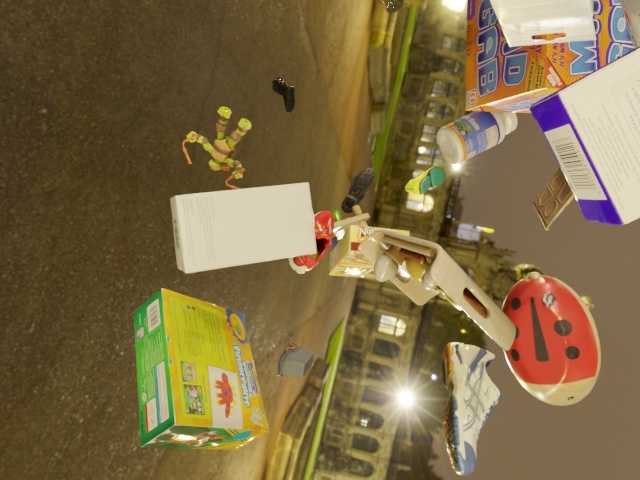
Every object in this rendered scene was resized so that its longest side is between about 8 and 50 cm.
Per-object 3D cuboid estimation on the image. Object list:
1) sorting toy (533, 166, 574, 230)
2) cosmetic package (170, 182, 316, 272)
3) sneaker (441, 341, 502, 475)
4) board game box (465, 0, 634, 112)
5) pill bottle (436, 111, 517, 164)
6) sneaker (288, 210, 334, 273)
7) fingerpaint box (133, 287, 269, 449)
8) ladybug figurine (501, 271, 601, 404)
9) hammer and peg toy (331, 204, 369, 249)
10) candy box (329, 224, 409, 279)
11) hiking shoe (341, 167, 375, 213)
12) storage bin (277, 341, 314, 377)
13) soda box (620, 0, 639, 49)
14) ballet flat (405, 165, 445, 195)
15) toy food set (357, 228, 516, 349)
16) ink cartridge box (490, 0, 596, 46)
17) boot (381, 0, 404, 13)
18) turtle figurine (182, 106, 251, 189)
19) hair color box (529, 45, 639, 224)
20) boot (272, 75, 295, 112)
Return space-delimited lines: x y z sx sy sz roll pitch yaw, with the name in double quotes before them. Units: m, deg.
"sorting toy" 0.873 -0.164 1.704 0.193 0.038 0.208 -77 -174 -55
"cosmetic package" -0.217 -0.043 1.325 0.156 0.384 0.217 -174 -101 -65
"sneaker" 0.353 0.376 1.052 0.112 0.130 0.297 90 7 -58
"board game box" 0.683 -0.586 1.359 0.356 0.356 0.357 -159 -112 -73
"pill bottle" 0.588 -0.406 1.724 0.152 0.271 0.152 60 -9 15
"sneaker" 0.000 0.000 1.556 0.118 0.107 0.279 -25 -151 44
"fingerpaint box" -0.388 0.420 1.483 0.371 0.163 0.445 29 31 -47
"ladybug figurine" 0.748 0.329 1.539 0.161 0.305 0.450 2 74 -52
"hammer and peg toy" 0.017 -0.023 2.017 0.266 0.361 0.128 124 -54 -69
"candy box" 0.146 0.046 1.478 0.316 0.182 0.088 120 -25 -70
"hiking shoe" 0.168 -0.228 2.066 0.227 0.086 0.114 -55 178 9
"storage bin" -0.082 0.420 1.619 0.135 0.091 0.098 -32 130 -68
"soda box" 0.642 -0.384 0.863 0.286 0.091 0.098 63 34 -13
"ballet flat" 0.381 -0.220 1.689 0.231 0.077 0.077 -32 115 -47
"toy food set" 0.208 0.093 0.894 0.092 0.219 0.306 -49 -162 -5
"ink cartridge box" 0.437 -0.472 0.903 0.224 0.180 0.056 20 85 -52
"boot" 0.152 -0.857 1.410 0.270 0.089 0.236 61 5 10
"turtle figurine" -0.292 -0.288 1.440 0.217 0.269 0.087 -55 174 33
"hair color box" 0.474 -0.180 0.579 0.185 0.338 0.110 62 9 -3
"boot" -0.149 -0.580 1.827 0.045 0.099 0.121 -36 150 -31
